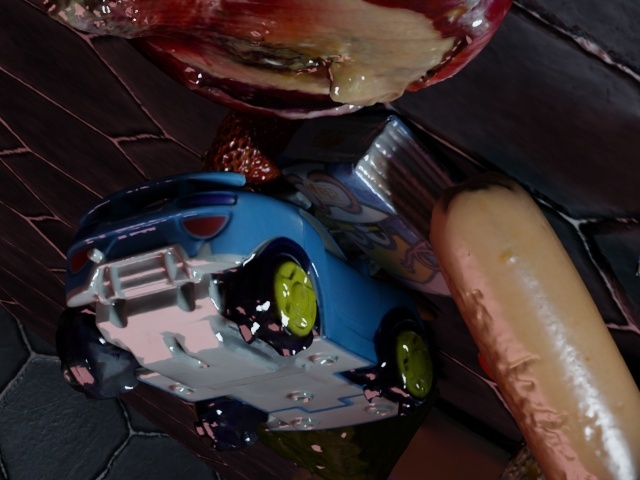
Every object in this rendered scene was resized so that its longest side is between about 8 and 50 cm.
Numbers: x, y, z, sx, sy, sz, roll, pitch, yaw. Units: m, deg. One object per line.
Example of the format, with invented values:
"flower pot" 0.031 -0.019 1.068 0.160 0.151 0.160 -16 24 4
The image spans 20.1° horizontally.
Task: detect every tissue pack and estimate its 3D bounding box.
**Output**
"tissue pack" 0.055 -0.024 1.291 0.155 0.065 0.115 42 163 -27
"tissue pack" 0.101 0.281 1.889 0.257 0.215 0.123 29 175 24

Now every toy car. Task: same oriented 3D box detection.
"toy car" -0.046 0.048 1.337 0.198 0.166 0.314 -14 153 31

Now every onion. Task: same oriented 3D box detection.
"onion" -0.045 -0.153 0.853 0.272 0.195 0.272 34 157 17

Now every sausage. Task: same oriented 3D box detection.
"sausage" 0.159 0.086 1.212 0.289 0.086 0.086 61 161 -7

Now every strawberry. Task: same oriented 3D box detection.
"strawberry" -0.050 -0.070 1.354 0.073 0.083 0.073 42 170 9

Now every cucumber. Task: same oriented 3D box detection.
"cucumber" 0.024 -0.009 1.417 0.064 0.064 0.112 32 162 12

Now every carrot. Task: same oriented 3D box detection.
"carrot" 0.000 0.000 1.553 0.254 0.049 0.049 34 166 -14

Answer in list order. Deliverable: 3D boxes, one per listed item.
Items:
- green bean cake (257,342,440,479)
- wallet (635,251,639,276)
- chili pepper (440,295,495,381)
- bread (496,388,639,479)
"green bean cake" -0.026 0.108 1.720 0.250 0.156 0.247 30 163 20
"wallet" 0.277 0.039 1.010 0.202 0.059 0.141 33 172 15
"chili pepper" 0.201 0.118 1.422 0.272 0.063 0.071 35 141 -10
"bread" 0.230 0.219 1.366 0.156 0.158 0.260 16 148 -10
